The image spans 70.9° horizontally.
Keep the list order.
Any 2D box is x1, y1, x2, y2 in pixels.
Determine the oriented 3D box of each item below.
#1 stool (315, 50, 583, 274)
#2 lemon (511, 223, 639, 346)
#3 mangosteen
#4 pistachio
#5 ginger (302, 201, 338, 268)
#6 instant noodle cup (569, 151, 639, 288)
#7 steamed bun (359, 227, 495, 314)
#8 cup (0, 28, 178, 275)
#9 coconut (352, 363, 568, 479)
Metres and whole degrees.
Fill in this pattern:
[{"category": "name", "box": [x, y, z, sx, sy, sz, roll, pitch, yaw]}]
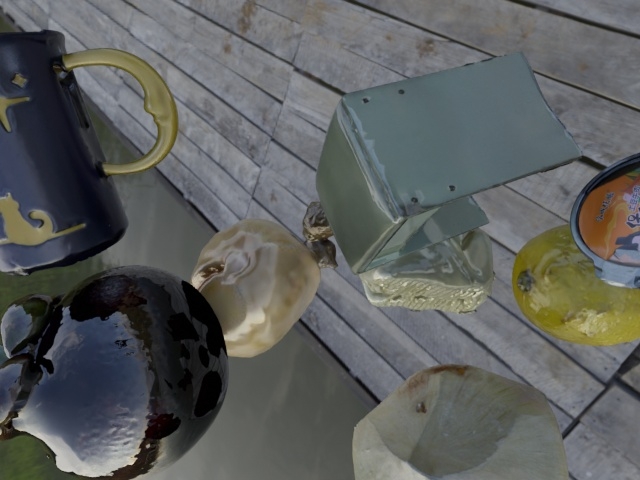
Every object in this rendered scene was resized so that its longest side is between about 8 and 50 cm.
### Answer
[{"category": "stool", "box": [0.151, -0.095, 0.640, 0.243, 0.270, 0.170, 113, 137, -70]}, {"category": "lemon", "box": [0.539, 0.086, 0.907, 0.285, 0.260, 0.260, 7, 103, 13]}, {"category": "mangosteen", "box": [-0.278, 0.178, 0.612, 0.297, 0.314, 0.296, -2, 85, 25]}, {"category": "pistachio", "box": [-0.119, 0.088, 0.811, 0.229, 0.230, 0.308, 55, 152, 23]}, {"category": "ginger", "box": [-0.001, 0.002, 0.965, 0.122, 0.084, 0.290, 52, 130, 23]}, {"category": "instant noodle cup", "box": [0.426, -0.010, 0.558, 0.208, 0.126, 0.177, -49, 34, 4]}, {"category": "steamed bun", "box": [0.265, 0.039, 1.133, 0.347, 0.394, 0.237, -15, 61, 42]}, {"category": "cup", "box": [-0.316, -0.104, 0.529, 0.255, 0.178, 0.256, -5, 113, 22]}, {"category": "coconut", "box": [0.262, 0.407, 0.843, 0.345, 0.416, 0.414, 44, 124, 38]}]
